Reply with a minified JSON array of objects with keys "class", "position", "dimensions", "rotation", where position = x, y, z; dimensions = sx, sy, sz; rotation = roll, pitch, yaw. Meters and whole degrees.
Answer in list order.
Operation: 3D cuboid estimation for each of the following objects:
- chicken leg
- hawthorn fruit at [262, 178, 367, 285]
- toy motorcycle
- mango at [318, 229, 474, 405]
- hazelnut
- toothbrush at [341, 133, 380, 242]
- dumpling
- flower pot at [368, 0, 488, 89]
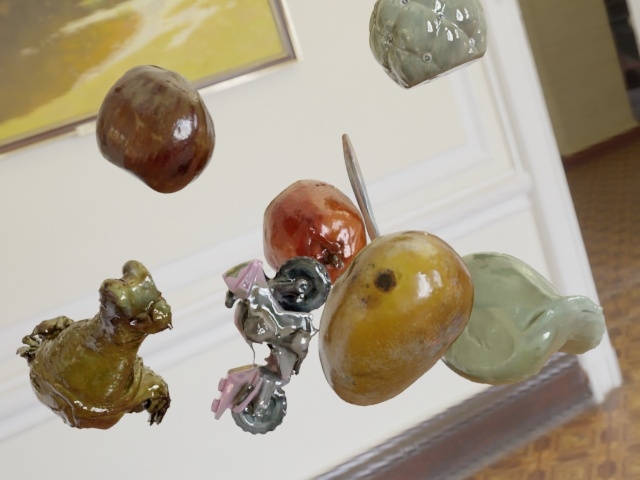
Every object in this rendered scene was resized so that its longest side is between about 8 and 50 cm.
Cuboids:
[{"class":"chicken leg","position":[-0.283,0.171,1.260],"dimensions":[0.361,0.211,0.140],"rotation":[-27,31,48]},{"class":"hawthorn fruit","position":[0.000,0.000,1.817],"dimensions":[0.211,0.211,0.299],"rotation":[-21,23,-13]},{"class":"toy motorcycle","position":[-0.110,0.169,1.618],"dimensions":[0.188,0.327,0.143],"rotation":[19,5,-9]},{"class":"mango","position":[0.083,0.105,1.115],"dimensions":[0.193,0.146,0.316],"rotation":[-31,-23,-23]},{"class":"hazelnut","position":[-0.288,-0.205,1.686],"dimensions":[0.234,0.218,0.218],"rotation":[32,35,20]},{"class":"toothbrush","position":[0.099,-0.025,1.798],"dimensions":[0.037,0.375,0.028],"rotation":[-21,6,-41]},{"class":"dumpling","position":[0.295,0.152,1.589],"dimensions":[0.212,0.270,0.320],"rotation":[-38,42,-17]},{"class":"flower pot","position":[0.217,-0.427,1.892],"dimensions":[0.246,0.195,0.246],"rotation":[-22,4,2]}]
